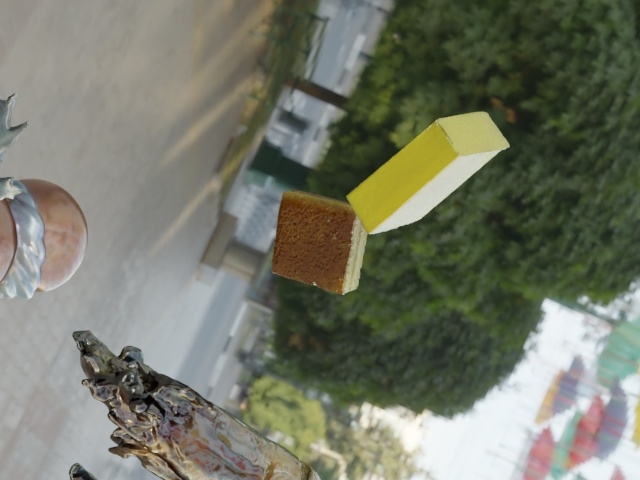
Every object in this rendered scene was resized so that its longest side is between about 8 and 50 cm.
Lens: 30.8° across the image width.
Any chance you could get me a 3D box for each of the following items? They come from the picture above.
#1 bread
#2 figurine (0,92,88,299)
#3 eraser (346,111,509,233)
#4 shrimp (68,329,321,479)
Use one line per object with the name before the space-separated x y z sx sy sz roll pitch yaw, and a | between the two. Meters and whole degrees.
bread | 0.000 0.000 1.189 0.035 0.094 0.090 -12 113 -56
figurine | -0.386 -0.052 1.120 0.248 0.277 0.388 -57 176 -26
eraser | 0.097 -0.062 1.049 0.122 0.045 0.097 -40 165 33
shrimp | -0.122 0.191 0.923 0.178 0.289 0.075 -39 -144 16
